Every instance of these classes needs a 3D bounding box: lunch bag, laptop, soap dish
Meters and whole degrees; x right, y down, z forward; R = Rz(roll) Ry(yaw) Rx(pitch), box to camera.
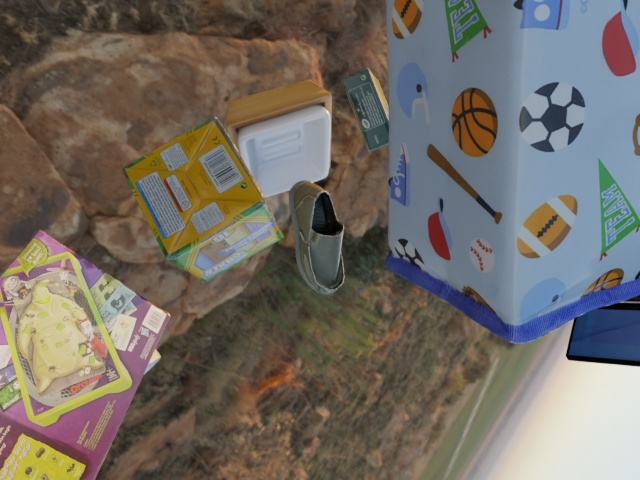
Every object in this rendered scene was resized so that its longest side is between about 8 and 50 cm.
[{"bbox_3d":[0.259,-0.132,0.553,0.386,0.239,0.327,-14,115,-23],"label":"lunch bag"},{"bbox_3d":[0.613,0.101,1.155,0.137,0.234,0.264,-14,99,-50],"label":"laptop"},{"bbox_3d":[-0.091,-0.226,1.326,0.229,0.118,0.290,-19,156,-8],"label":"soap dish"}]

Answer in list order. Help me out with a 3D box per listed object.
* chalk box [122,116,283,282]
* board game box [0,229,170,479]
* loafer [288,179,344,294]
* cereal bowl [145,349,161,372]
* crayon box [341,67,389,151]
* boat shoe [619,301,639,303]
[{"bbox_3d":[-0.191,-0.051,1.041,0.179,0.180,0.289,-30,165,-5],"label":"chalk box"},{"bbox_3d":[-0.322,0.162,0.658,0.056,0.208,0.346,-34,-154,32],"label":"board game box"},{"bbox_3d":[0.000,0.000,1.203,0.094,0.087,0.251,-27,111,-31],"label":"loafer"},{"bbox_3d":[-0.463,0.270,1.043,0.339,0.141,0.339,-42,179,-1],"label":"cereal bowl"},{"bbox_3d":[0.151,-0.366,1.663,0.083,0.203,0.323,-21,-174,14],"label":"crayon box"},{"bbox_3d":[0.680,0.126,1.346,0.056,0.153,0.048,-34,116,-33],"label":"boat shoe"}]
